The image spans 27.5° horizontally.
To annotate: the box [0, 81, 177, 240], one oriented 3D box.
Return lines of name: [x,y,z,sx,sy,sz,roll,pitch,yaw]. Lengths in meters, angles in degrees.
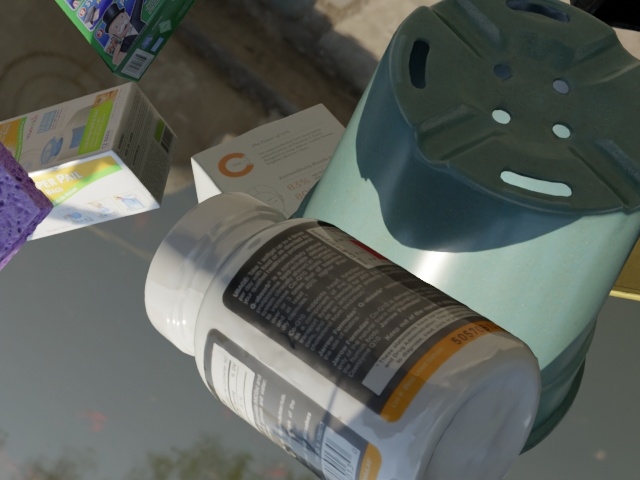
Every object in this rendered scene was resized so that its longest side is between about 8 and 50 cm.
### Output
box: [-0.285,-0.089,1.518,0.203,0.114,0.103,-12,137,25]

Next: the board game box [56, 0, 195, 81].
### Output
board game box: [-0.201,-0.384,1.614,0.046,0.317,0.213,18,-153,-51]

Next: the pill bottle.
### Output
pill bottle: [0.009,0.080,0.955,0.278,0.162,0.162,33,156,34]

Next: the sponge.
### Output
sponge: [-0.384,-0.073,1.378,0.117,0.031,0.210,-44,83,25]

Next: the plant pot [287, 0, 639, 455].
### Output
plant pot: [0.138,-0.024,1.178,0.341,0.341,0.334,26,141,5]

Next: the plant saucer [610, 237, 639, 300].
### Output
plant saucer: [0.478,-0.034,1.615,0.332,0.333,0.081,11,146,48]

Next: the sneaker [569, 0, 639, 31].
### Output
sneaker: [0.381,-0.245,1.319,0.267,0.106,0.101,2,134,10]

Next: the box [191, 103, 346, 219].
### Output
box: [0.000,0.000,1.794,0.345,0.215,0.168,50,156,38]
